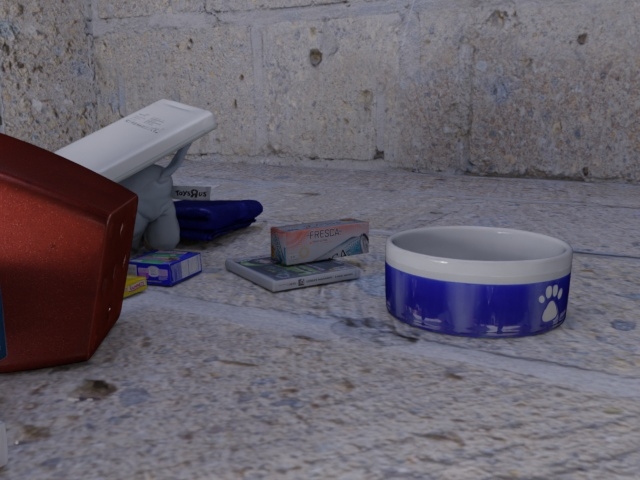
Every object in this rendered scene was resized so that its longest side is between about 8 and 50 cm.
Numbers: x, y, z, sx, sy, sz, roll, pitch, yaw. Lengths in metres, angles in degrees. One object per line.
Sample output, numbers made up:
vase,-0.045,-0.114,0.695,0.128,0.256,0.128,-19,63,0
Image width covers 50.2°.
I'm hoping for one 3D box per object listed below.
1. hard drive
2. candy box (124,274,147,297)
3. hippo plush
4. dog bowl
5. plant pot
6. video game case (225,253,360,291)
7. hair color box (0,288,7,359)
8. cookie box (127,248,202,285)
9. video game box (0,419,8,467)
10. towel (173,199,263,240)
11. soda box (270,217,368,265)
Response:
hard drive,-0.361,-0.161,1.211,0.307,0.040,0.203,-35,35,-25
candy box,-0.394,0.070,1.106,0.205,0.027,0.105,6,11,26
hippo plush,-0.375,-0.024,1.269,0.294,0.234,0.237,0,36,25
dog bowl,0.226,0.051,1.000,0.264,0.104,0.265,0,11,0
plant pot,-0.369,0.017,0.847,0.235,0.268,0.267,10,11,-6
video game case,-0.053,0.049,1.216,0.173,0.022,0.190,-8,14,-31
hair color box,-0.427,0.101,0.530,0.173,0.105,0.347,2,12,11
cookie box,-0.272,0.045,1.191,0.091,0.040,0.107,3,11,18
video game box,-0.393,0.177,0.535,0.187,0.048,0.205,9,15,31
towel,-0.284,-0.049,1.559,0.227,0.076,0.308,0,6,15
soda box,0.000,0.000,1.245,0.183,0.063,0.058,-8,14,-32
